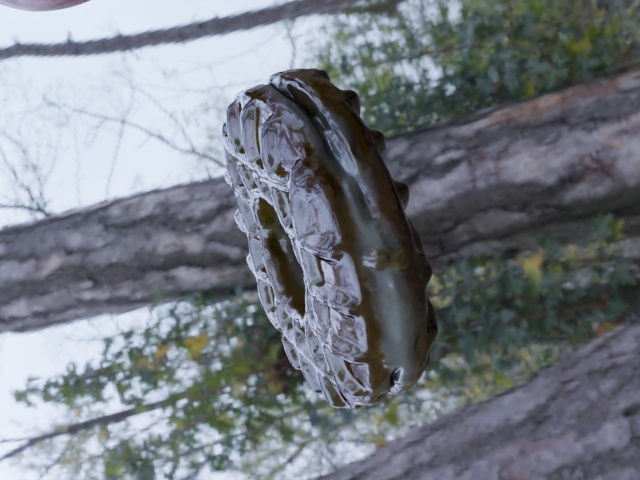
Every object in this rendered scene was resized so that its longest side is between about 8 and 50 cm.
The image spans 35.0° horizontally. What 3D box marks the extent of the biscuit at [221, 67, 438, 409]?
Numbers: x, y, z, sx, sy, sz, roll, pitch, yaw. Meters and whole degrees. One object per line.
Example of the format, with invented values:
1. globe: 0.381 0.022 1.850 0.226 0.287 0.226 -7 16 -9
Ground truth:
1. biscuit: 0.000 0.000 0.946 0.332 0.103 0.332 160 90 -74

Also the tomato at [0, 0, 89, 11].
1. tomato: -0.325 -0.380 1.151 0.270 0.270 0.227 -84 5 -53
